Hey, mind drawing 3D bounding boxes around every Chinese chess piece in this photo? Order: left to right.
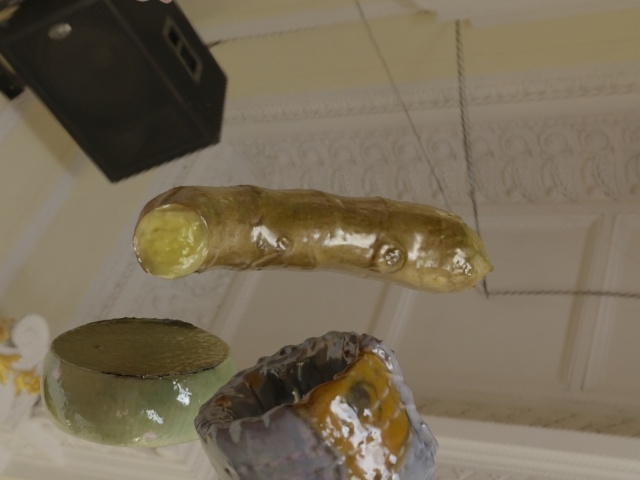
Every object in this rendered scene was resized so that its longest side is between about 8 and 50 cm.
[{"bbox_3d":[-0.176,0.137,0.866,0.189,0.083,0.188,6,-169,-1],"label":"Chinese chess piece"}]

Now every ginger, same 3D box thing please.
[{"bbox_3d":[0.001,-0.003,0.625,0.118,0.299,0.065,26,-73,47],"label":"ginger"}]

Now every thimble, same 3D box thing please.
[{"bbox_3d":[-0.003,0.143,0.627,0.151,0.117,0.127,-19,-167,45],"label":"thimble"}]

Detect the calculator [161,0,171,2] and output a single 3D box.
[{"bbox_3d":[-0.190,-0.251,0.757,0.166,0.103,0.024,39,-94,21],"label":"calculator"}]
